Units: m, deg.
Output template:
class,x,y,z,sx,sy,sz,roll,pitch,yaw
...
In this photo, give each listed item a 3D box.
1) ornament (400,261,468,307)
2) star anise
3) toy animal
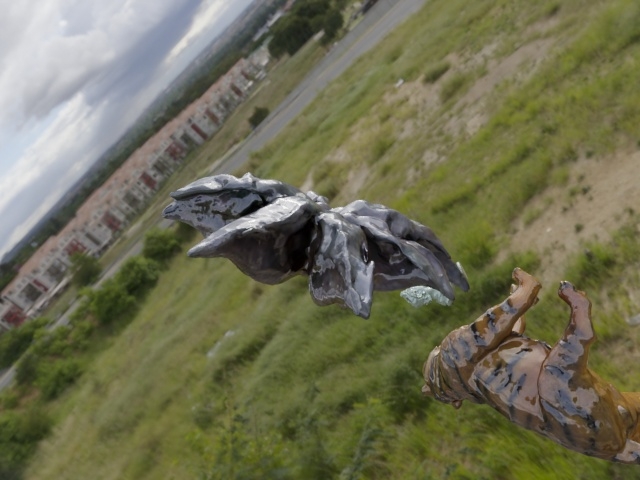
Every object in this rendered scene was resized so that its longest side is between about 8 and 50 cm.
class,x,y,z,sx,sy,sz,roll,pitch,yaw
ornament,0.169,0.067,0.903,0.092,0.041,0.068,-45,35,-8
star anise,0.000,0.000,0.399,0.180,0.205,0.061,-38,-35,-73
toy animal,0.175,0.103,0.409,0.255,0.114,0.116,25,86,45
